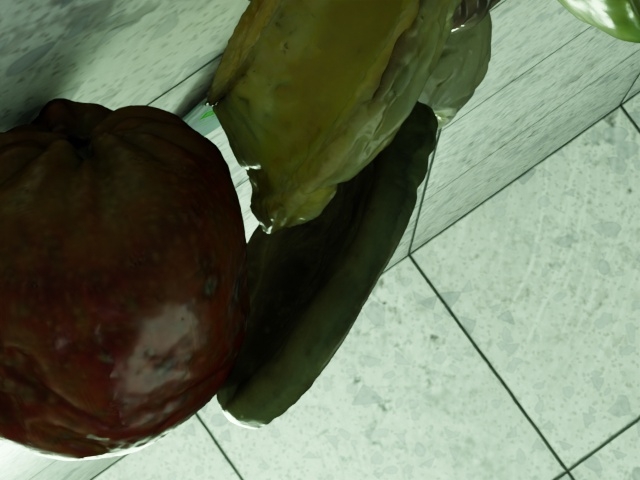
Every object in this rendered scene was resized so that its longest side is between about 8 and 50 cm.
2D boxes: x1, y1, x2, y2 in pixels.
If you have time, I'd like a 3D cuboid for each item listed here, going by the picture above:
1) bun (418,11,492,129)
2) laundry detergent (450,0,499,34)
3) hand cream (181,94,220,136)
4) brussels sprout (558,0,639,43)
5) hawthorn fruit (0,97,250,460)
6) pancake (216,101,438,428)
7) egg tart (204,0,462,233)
[{"bbox_3d":[0.069,-0.154,1.688,0.193,0.128,0.178,-27,169,-37],"label":"bun"},{"bbox_3d":[0.122,-0.220,1.533,0.237,0.076,0.171,-48,-176,-37],"label":"laundry detergent"},{"bbox_3d":[-0.059,-0.140,1.569,0.079,0.050,0.275,4,153,-33],"label":"hand cream"},{"bbox_3d":[0.258,-0.274,1.338,0.227,0.259,0.294,-3,-174,36],"label":"brussels sprout"},{"bbox_3d":[-0.169,0.028,1.329,0.261,0.258,0.258,-67,163,13],"label":"hawthorn fruit"},{"bbox_3d":[0.000,0.000,1.406,0.294,0.049,0.294,-54,-165,21],"label":"pancake"},{"bbox_3d":[0.007,-0.136,1.315,0.288,0.118,0.288,-53,-165,21],"label":"egg tart"}]
